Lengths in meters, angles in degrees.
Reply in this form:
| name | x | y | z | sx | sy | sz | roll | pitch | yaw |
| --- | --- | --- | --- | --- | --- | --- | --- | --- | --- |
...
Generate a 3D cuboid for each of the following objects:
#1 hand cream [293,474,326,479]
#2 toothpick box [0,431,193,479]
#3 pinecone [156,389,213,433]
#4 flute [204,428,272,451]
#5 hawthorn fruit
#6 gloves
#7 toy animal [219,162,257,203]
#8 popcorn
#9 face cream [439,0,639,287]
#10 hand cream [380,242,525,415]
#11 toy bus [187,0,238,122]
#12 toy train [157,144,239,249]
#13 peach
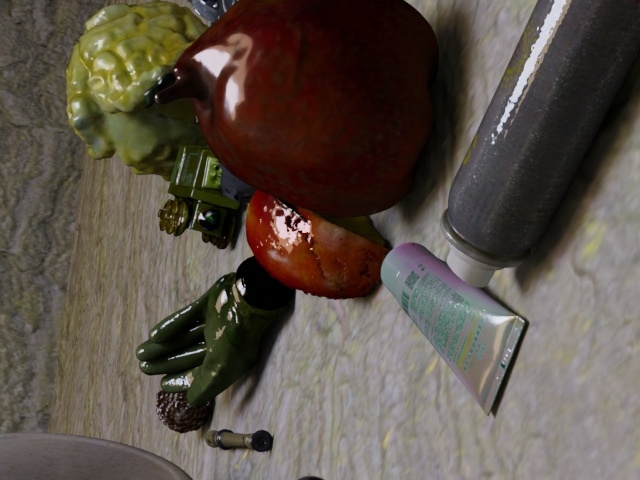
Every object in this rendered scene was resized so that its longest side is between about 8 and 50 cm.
| name | x | y | z | sx | sy | sz | roll | pitch | yaw |
| --- | --- | --- | --- | --- | --- | --- | --- | --- | --- |
| hand cream | -0.025 | 0.275 | 1.214 | 0.186 | 0.054 | 0.087 | 113 | 165 | -53 |
| toothpick box | -0.298 | 0.447 | 1.373 | 0.409 | 0.409 | 0.425 | -147 | 65 | -72 |
| pinecone | -0.180 | 0.217 | 1.709 | 0.083 | 0.077 | 0.077 | 143 | 137 | -79 |
| flute | -0.100 | 0.233 | 1.514 | 0.233 | 0.027 | 0.027 | 158 | 122 | -70 |
| hawthorn fruit | -0.022 | -0.127 | 1.126 | 0.208 | 0.248 | 0.208 | -174 | 90 | -69 |
| gloves | -0.118 | 0.110 | 1.524 | 0.268 | 0.107 | 0.135 | -37 | 49 | 40 |
| toy animal | -0.084 | -0.134 | 1.597 | 0.210 | 0.121 | 0.117 | 117 | 175 | -57 |
| popcorn | -0.268 | -0.228 | 1.950 | 0.237 | 0.293 | 0.293 | 40 | 129 | 21 |
| face cream | 0.150 | -0.088 | 0.844 | 0.073 | 0.073 | 0.283 | -103 | 29 | -54 |
| hand cream | 0.099 | 0.057 | 0.976 | 0.174 | 0.047 | 0.076 | 48 | 124 | 59 |
| toy bus | -0.049 | -0.234 | 1.450 | 0.144 | 0.152 | 0.330 | -57 | 29 | 39 |
| toy train | -0.165 | -0.065 | 1.814 | 0.225 | 0.090 | 0.137 | -167 | 92 | -73 |
| peach | -0.002 | 0.006 | 1.240 | 0.172 | 0.127 | 0.092 | 42 | 113 | 42 |
